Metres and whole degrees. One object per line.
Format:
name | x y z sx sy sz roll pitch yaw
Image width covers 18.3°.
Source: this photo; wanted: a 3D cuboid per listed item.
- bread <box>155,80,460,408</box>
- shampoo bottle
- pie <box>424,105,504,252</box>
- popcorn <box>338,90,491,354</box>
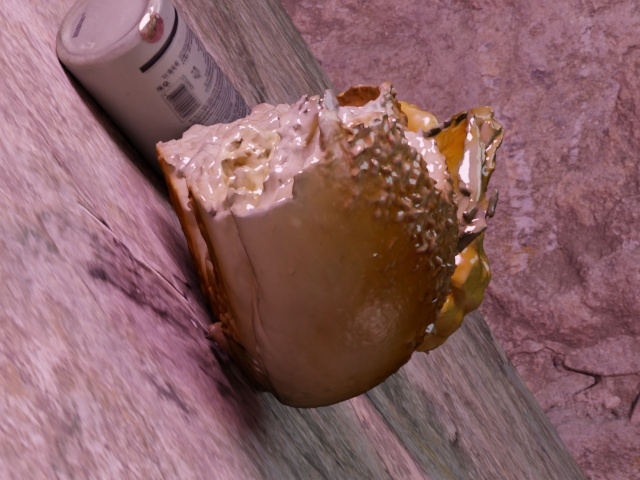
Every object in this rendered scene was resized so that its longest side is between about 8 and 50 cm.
bread | 0.002 0.004 1.237 0.314 0.171 0.192 -166 -121 -81
shampoo bottle | -0.087 -0.076 1.434 0.262 0.085 0.085 52 8 -42
pie | 0.048 0.004 1.412 0.068 0.282 0.129 24 54 -19
popcorn | 0.048 -0.016 1.736 0.250 0.190 0.250 155 -90 -87
